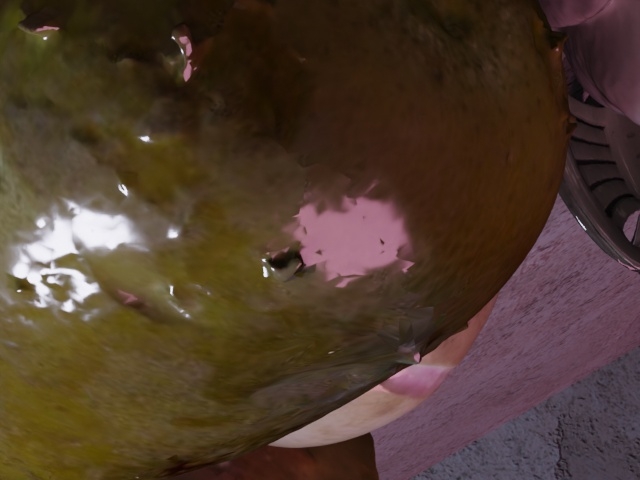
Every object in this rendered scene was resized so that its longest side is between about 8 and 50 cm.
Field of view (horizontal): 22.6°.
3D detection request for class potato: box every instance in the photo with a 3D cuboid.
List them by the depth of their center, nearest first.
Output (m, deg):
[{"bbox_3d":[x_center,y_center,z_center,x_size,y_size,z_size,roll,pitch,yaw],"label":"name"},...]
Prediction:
[{"bbox_3d":[-0.056,-0.019,0.683,0.270,0.219,0.359,2,151,-31],"label":"potato"}]

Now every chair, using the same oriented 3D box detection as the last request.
[{"bbox_3d":[0.257,-0.070,1.164,0.190,0.203,0.275,-22,170,7],"label":"chair"}]

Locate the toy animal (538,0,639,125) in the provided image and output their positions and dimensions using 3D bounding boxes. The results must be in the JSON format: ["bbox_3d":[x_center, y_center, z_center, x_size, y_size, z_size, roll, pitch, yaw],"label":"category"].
[{"bbox_3d":[0.232,-0.160,0.884,0.272,0.206,0.265,-10,166,-18],"label":"toy animal"}]

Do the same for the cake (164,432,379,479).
[{"bbox_3d":[-0.169,0.172,1.034,0.321,0.332,0.332,32,122,-30],"label":"cake"}]

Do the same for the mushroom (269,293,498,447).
[{"bbox_3d":[0.000,0.000,0.888,0.255,0.255,0.184,-38,128,20],"label":"mushroom"}]
